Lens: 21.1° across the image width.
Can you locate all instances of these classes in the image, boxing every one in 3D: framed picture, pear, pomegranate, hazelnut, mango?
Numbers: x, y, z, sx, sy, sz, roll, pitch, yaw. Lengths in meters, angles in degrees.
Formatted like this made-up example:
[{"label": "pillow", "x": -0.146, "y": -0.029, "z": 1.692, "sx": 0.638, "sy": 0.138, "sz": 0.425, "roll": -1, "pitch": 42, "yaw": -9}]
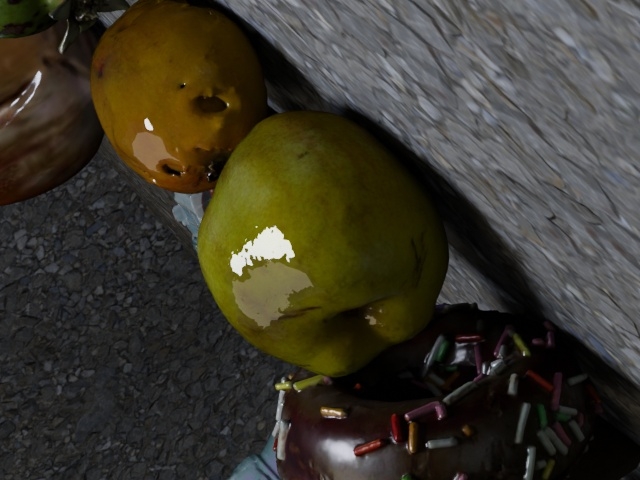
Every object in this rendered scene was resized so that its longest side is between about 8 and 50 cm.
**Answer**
[{"label": "framed picture", "x": 0.178, "y": 0.181, "z": 1.471, "sx": 0.128, "sy": 0.168, "sz": 0.023, "roll": 39, "pitch": 132, "yaw": 29}, {"label": "pear", "x": 0.000, "y": 0.000, "z": 1.324, "sx": 0.200, "sy": 0.200, "sz": 0.200, "roll": 44, "pitch": 173, "yaw": 6}, {"label": "pomegranate", "x": -0.281, "y": -0.252, "z": 1.664, "sx": 0.169, "sy": 0.148, "sz": 0.148, "roll": 45, "pitch": 174, "yaw": 12}, {"label": "hazelnut", "x": -0.431, "y": -0.216, "z": 2.132, "sx": 0.372, "sy": 0.315, "sz": 0.372, "roll": 18, "pitch": 153, "yaw": 9}, {"label": "mango", "x": -0.118, "y": -0.134, "z": 1.441, "sx": 0.151, "sy": 0.156, "sz": 0.249, "roll": 20, "pitch": -157, "yaw": -20}]

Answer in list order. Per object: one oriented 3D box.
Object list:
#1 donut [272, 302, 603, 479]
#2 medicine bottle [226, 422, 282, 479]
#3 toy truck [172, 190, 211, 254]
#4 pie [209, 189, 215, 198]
[{"label": "donut", "x": 0.086, "y": 0.133, "z": 1.363, "sx": 0.269, "sy": 0.269, "sz": 0.103, "roll": -149, "pitch": 45, "yaw": -64}, {"label": "medicine bottle", "x": 0.062, "y": 0.243, "z": 1.943, "sx": 0.245, "sy": 0.290, "sz": 0.245, "roll": 44, "pitch": 174, "yaw": 6}, {"label": "toy truck", "x": -0.084, "y": -0.027, "z": 2.020, "sx": 0.256, "sy": 0.108, "sz": 0.140, "roll": 30, "pitch": 151, "yaw": 58}, {"label": "pie", "x": -0.018, "y": -0.033, "z": 1.533, "sx": 0.182, "sy": 0.050, "sz": 0.182, "roll": 18, "pitch": 155, "yaw": 9}]
